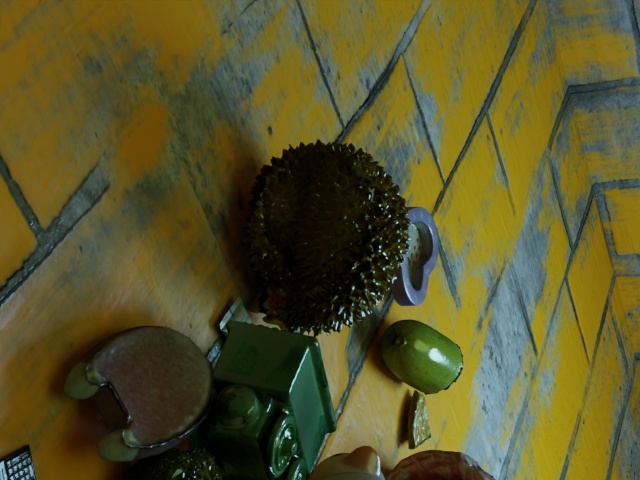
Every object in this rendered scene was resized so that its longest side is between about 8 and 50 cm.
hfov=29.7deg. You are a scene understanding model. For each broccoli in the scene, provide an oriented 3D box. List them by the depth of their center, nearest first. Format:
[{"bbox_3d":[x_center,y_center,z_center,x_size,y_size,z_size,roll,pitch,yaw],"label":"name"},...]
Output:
[{"bbox_3d":[-0.177,0.324,1.493,0.146,0.138,0.162,-50,156,-2],"label":"broccoli"}]

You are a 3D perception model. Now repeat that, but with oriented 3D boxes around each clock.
[{"bbox_3d":[0.154,0.016,2.240,0.172,0.064,0.198,62,35,-38],"label":"clock"}]

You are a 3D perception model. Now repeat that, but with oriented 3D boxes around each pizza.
[{"bbox_3d":[0.186,0.355,2.295,0.108,0.026,0.123,55,38,-49],"label":"pizza"}]

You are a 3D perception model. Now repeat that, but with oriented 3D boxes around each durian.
[{"bbox_3d":[0.011,0.000,1.789,0.258,0.258,0.293,22,72,-60],"label":"durian"}]

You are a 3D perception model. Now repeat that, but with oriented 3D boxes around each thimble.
[{"bbox_3d":[0.219,0.491,2.127,0.162,0.239,0.239,43,49,-52],"label":"thimble"}]

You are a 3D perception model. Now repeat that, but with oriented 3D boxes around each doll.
[{"bbox_3d":[0.032,0.436,1.854,0.221,0.221,0.251,13,97,-62],"label":"doll"}]

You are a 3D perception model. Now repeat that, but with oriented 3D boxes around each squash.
[{"bbox_3d":[0.172,0.206,2.197,0.187,0.123,0.123,32,58,-53],"label":"squash"}]

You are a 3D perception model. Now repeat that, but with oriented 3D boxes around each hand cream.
[{"bbox_3d":[-0.095,0.176,1.771,0.067,0.042,0.194,-53,127,-41],"label":"hand cream"}]

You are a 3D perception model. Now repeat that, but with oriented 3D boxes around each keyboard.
[{"bbox_3d":[-0.323,0.330,1.337,0.063,0.010,0.198,-26,109,-63],"label":"keyboard"}]

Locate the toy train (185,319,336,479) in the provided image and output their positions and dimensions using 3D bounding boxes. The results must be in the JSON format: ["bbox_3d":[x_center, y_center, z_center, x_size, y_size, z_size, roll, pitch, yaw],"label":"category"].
[{"bbox_3d":[-0.077,0.253,1.636,0.266,0.145,0.202,80,26,-50],"label":"toy train"}]

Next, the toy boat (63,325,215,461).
[{"bbox_3d":[-0.223,0.188,1.475,0.155,0.085,0.227,58,31,4],"label":"toy boat"}]
